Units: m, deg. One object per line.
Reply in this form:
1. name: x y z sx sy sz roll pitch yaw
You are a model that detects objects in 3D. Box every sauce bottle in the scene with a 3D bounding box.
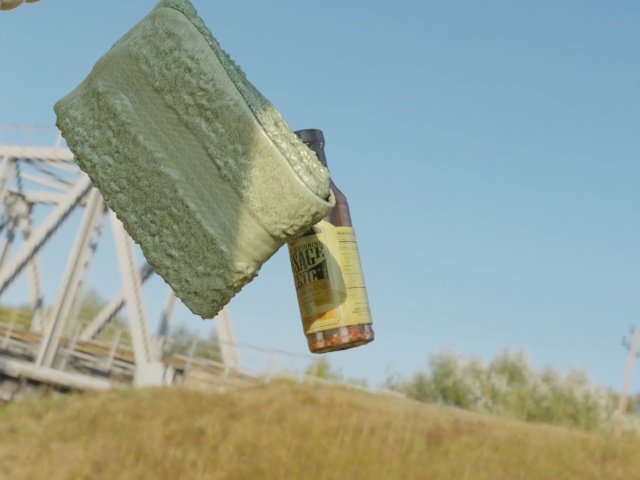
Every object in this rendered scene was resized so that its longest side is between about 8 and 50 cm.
1. sauce bottle: 0.000 0.000 0.604 0.042 0.128 0.042 -12 -11 -2

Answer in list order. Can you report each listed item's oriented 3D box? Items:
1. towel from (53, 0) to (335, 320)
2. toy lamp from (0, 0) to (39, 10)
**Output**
1. towel: -0.069 -0.043 0.538 0.148 0.110 0.027 52 21 13
2. toy lamp: -0.236 -0.216 0.881 0.080 0.274 0.080 25 -49 33
